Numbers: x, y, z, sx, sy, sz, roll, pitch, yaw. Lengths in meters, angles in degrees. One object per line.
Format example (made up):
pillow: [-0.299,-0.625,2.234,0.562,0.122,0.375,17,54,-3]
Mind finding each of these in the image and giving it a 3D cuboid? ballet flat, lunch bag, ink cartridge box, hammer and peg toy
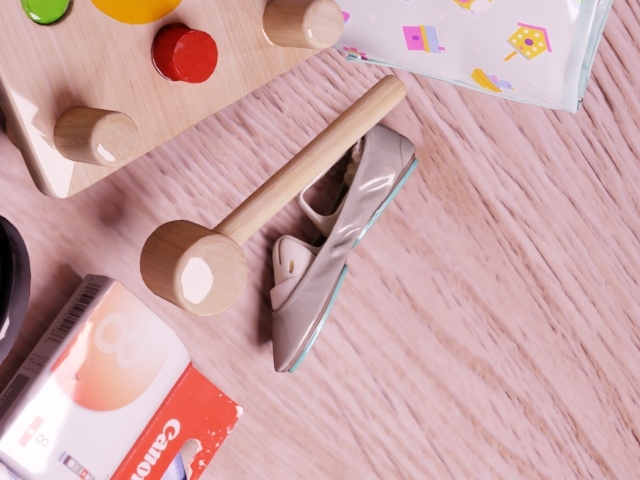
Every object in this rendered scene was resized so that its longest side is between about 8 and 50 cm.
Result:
ballet flat: [0.000,0.000,1.219,0.068,0.072,0.213,32,77,-8]
lunch bag: [0.114,-0.232,1.123,0.160,0.223,0.262,-56,159,-56]
ink cartridge box: [-0.139,0.133,1.114,0.179,0.045,0.145,44,69,-30]
hammer and peg toy: [-0.106,-0.149,1.064,0.266,0.127,0.361,-34,118,-29]

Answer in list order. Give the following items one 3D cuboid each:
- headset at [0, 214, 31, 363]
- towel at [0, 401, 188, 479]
headset: [-0.300,0.052,0.929,0.243,0.185,0.394,-15,87,-61]
towel: [-0.218,0.215,1.111,0.285,0.034,0.209,-23,110,-33]
